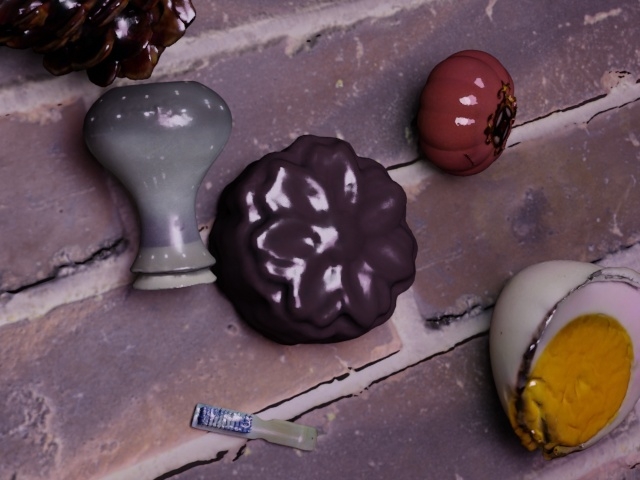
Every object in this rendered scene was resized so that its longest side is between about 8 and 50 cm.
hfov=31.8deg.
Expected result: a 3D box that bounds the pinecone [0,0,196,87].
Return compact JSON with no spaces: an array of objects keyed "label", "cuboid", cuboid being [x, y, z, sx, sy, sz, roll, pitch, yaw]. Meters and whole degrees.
[{"label":"pinecone","cuboid":[-0.298,-0.347,1.340,0.296,0.242,0.298,9,64,-30]}]

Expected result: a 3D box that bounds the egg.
[{"label":"egg","cuboid":[0.341,0.156,1.615,0.264,0.174,0.286,-18,114,-26]}]

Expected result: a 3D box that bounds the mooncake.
[{"label":"mooncake","cuboid":[0.000,0.000,1.486,0.283,0.141,0.283,4,81,-27]}]

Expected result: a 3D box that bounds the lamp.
[{"label":"lamp","cuboid":[0.201,-0.183,1.608,0.182,0.140,0.182,-41,139,-49]}]

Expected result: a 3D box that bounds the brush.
[{"label":"brush","cuboid":[-0.081,0.243,1.468,0.179,0.030,0.033,16,65,-22]}]

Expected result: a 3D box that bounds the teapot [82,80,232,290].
[{"label":"teapot","cuboid":[-0.194,-0.069,1.396,0.183,0.183,0.250,-9,98,-27]}]
